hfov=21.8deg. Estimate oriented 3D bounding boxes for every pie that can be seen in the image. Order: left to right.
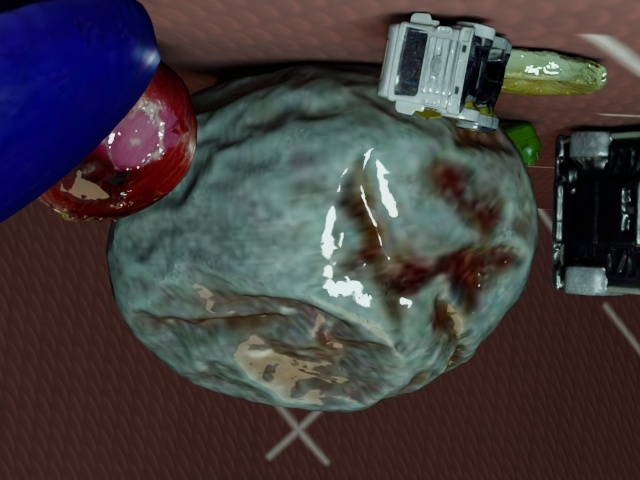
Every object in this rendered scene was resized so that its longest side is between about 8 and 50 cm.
[{"bbox_3d":[0.125,-0.098,0.969,0.084,0.020,0.084,5,177,0],"label":"pie"}]

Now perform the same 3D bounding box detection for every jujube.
[{"bbox_3d":[0.002,-0.008,1.137,0.308,0.215,0.246,0,137,36],"label":"jujube"}]

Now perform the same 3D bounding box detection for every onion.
[{"bbox_3d":[-0.139,-0.072,1.034,0.131,0.131,0.131,5,180,0],"label":"onion"}]

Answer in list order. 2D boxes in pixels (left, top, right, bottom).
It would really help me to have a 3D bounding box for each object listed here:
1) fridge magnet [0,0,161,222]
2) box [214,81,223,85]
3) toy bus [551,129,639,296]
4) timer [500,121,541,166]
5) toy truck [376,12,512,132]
[{"bbox_3d":[-0.197,-0.045,0.753,0.265,0.112,0.265,-27,175,-2],"label":"fridge magnet"},{"bbox_3d":[-0.005,-0.094,1.398,0.173,0.043,0.311,4,180,-4],"label":"box"},{"bbox_3d":[0.322,-0.020,1.353,0.179,0.143,0.305,2,180,-17],"label":"toy bus"},{"bbox_3d":[0.116,-0.058,1.408,0.128,0.047,0.140,-22,180,36],"label":"timer"},{"bbox_3d":[0.064,-0.088,0.886,0.063,0.052,0.123,11,-177,13],"label":"toy truck"}]
